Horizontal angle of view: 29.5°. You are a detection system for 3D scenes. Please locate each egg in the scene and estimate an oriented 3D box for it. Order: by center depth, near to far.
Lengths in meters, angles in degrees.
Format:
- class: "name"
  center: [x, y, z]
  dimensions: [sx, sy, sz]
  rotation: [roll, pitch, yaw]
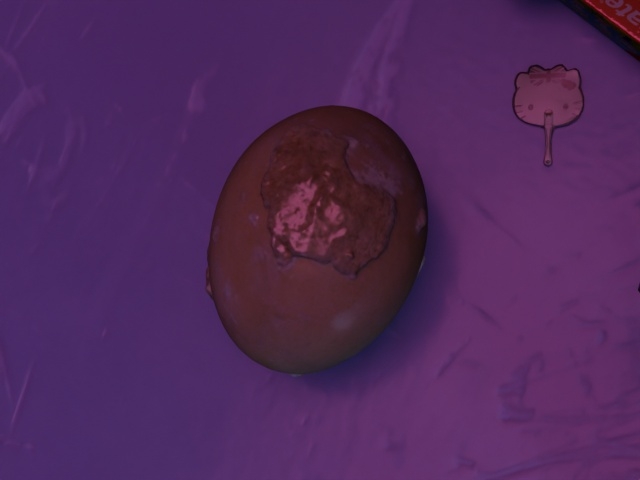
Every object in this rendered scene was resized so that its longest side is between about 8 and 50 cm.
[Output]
- class: "egg"
  center: [-0.003, -0.001, 0.889]
  dimensions: [0.164, 0.164, 0.201]
  rotation: [18, 85, 17]

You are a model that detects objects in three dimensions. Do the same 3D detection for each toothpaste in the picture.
- class: "toothpaste"
  center: [0.220, -0.182, 0.941]
  dimensions: [0.193, 0.044, 0.070]
  rotation: [43, 91, 19]

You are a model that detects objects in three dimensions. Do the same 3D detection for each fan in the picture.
- class: "fan"
  center: [0.178, -0.098, 0.951]
  dimensions: [0.056, 0.004, 0.083]
  rotation: [1, 78, 14]

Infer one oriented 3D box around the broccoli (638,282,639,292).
- class: "broccoli"
  center: [0.372, 0.034, 0.709]
  dimensions: [0.334, 0.324, 0.272]
  rotation: [-19, 73, 19]
